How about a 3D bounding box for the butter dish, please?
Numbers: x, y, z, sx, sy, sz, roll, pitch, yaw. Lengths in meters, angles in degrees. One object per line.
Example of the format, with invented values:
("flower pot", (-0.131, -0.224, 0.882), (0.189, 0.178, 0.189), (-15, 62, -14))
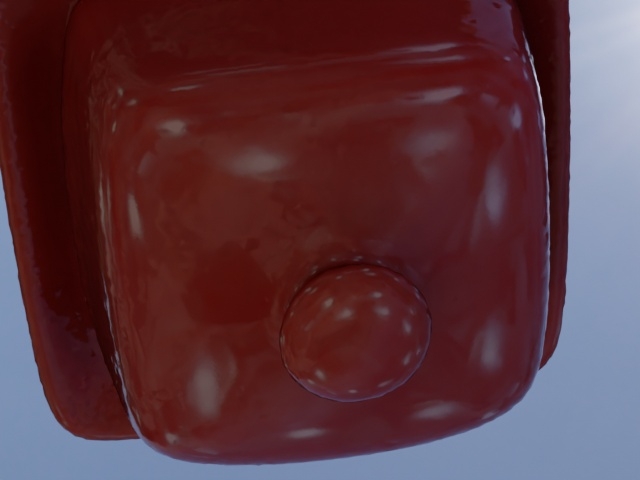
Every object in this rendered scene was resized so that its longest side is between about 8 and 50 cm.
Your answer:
("butter dish", (0.000, 0.000, 0.417), (0.118, 0.160, 0.160), (-113, -163, -62))
